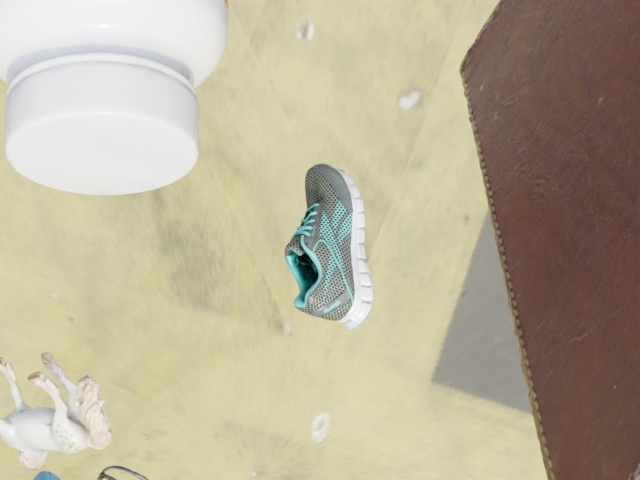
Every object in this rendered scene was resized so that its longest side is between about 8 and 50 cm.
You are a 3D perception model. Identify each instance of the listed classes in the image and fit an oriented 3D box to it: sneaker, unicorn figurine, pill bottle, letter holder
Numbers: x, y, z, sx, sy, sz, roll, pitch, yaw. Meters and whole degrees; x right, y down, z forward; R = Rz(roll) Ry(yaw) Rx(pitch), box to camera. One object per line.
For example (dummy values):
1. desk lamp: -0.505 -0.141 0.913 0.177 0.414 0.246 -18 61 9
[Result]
1. sneaker: 0.000 0.000 1.418 0.076 0.065 0.166 8 59 -33
2. unicorn figurine: -0.227 0.143 1.219 0.060 0.162 0.111 -42 121 -31
3. pill bottle: -0.120 -0.156 0.841 0.136 0.136 0.245 -2 68 -3
4. letter holder: 0.178 -0.042 0.536 0.152 0.302 0.214 20 123 -16

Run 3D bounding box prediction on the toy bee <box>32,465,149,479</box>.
1. toy bee: -0.307 0.340 1.700 0.195 0.298 0.162 22 66 -2
